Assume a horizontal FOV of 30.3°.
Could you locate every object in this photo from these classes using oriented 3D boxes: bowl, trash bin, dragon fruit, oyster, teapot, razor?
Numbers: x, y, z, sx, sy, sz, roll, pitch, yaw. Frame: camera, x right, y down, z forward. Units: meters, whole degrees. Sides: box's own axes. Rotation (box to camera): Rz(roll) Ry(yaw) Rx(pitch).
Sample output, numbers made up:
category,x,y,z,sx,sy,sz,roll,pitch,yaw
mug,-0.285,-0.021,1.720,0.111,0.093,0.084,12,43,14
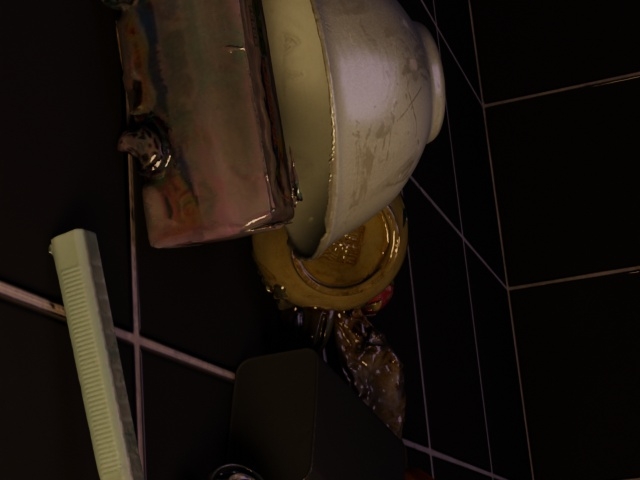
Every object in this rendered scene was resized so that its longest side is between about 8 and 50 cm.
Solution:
category,x,y,z,sx,sy,sz,roll,pitch,yaw
bowl,0.032,-0.142,1.119,0.313,0.146,0.313,173,-90,-75
trash bin,-0.005,0.233,1.213,0.225,0.115,0.165,55,31,-46
dragon fruit,0.069,0.065,1.621,0.056,0.060,0.083,-7,89,-76
oyster,0.067,0.203,1.531,0.128,0.079,0.344,-50,131,-58
teapot,0.000,0.000,1.314,0.182,0.173,0.269,-147,-113,-71
razor,-0.159,0.128,0.861,0.111,0.056,0.277,21,60,-68

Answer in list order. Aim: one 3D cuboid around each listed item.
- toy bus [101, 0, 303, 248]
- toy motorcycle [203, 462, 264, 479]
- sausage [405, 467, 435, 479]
category,x,y,z,sx,sy,sz,roll,pitch,yaw
toy bus,-0.110,-0.155,1.049,0.112,0.138,0.316,-13,94,-74
toy motorcycle,-0.071,0.276,0.945,0.152,0.073,0.225,1,45,-38
sausage,0.089,0.339,1.401,0.258,0.133,0.133,38,44,-76
